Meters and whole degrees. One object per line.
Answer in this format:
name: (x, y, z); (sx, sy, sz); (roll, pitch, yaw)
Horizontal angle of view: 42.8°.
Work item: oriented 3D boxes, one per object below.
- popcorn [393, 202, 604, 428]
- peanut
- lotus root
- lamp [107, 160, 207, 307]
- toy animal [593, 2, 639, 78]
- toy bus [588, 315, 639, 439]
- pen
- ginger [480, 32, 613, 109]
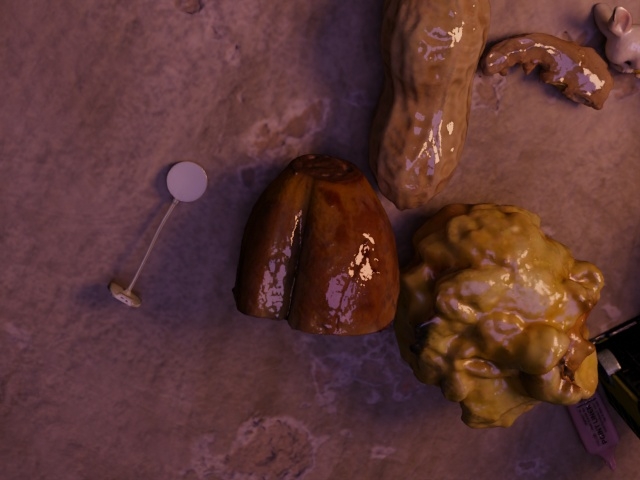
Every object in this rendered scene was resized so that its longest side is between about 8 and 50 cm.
popcorn: (0.218, 0.093, 0.998); (0.252, 0.215, 0.286); (-7, 116, 19)
peanut: (0.118, -0.177, 0.927); (0.120, 0.136, 0.298); (15, 111, 23)
lotus root: (-0.001, 0.000, 0.940); (0.188, 0.199, 0.180); (1, 112, -12)
lamp: (-0.201, -0.009, 1.007); (0.050, 0.056, 0.198); (29, 92, -14)
toy animal: (0.385, -0.231, 0.975); (0.124, 0.071, 0.085); (6, 109, -9)
toy bus: (0.460, 0.212, 1.038); (0.128, 0.262, 0.150); (-27, 113, 3)
pen: (0.385, 0.254, 1.164); (0.053, 0.032, 0.197); (-29, 108, 3)
ginger: (0.277, -0.212, 0.984); (0.173, 0.051, 0.069); (15, 101, -7)
